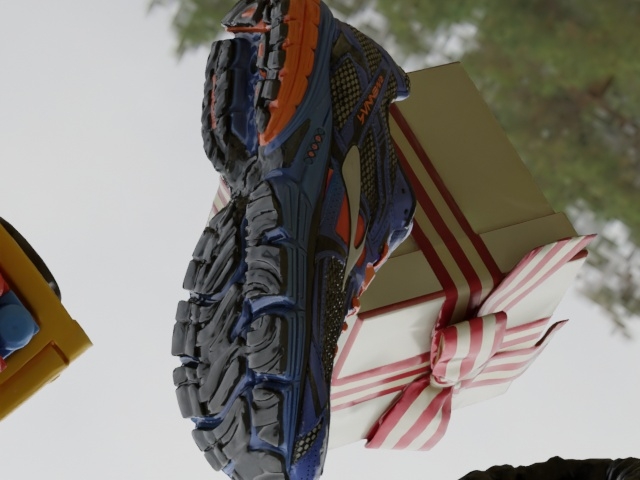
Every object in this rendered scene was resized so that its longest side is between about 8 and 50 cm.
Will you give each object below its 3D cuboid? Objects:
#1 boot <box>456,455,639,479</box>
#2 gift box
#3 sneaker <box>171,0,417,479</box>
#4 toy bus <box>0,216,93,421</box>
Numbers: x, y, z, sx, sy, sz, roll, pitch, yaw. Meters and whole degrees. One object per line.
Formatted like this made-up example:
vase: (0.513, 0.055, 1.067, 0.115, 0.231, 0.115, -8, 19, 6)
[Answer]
boot: (0.109, 0.214, 0.770, 0.348, 0.131, 0.260, 31, -139, -86)
gift box: (0.077, 0.017, 1.599, 0.276, 0.255, 0.258, -16, -119, -21)
sneaker: (0.000, 0.000, 0.759, 0.087, 0.083, 0.221, 18, -113, -28)
toy bus: (-0.238, 0.020, 1.079, 0.220, 0.149, 0.211, 54, 163, -12)
